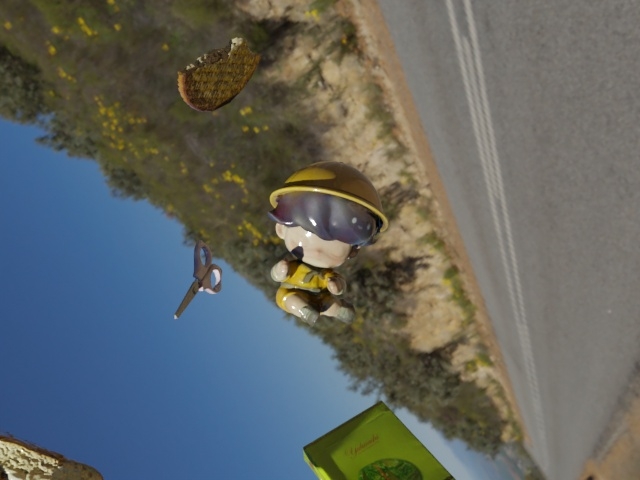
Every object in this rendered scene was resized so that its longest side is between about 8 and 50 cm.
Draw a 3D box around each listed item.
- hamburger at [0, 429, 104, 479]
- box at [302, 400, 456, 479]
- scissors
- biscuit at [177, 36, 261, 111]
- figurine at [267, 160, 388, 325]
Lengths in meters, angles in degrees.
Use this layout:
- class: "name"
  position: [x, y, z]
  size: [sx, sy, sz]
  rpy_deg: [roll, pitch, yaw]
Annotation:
- class: "hamburger"
  position: [-0.521, 0.423, 1.355]
  size: [0.245, 0.155, 0.282]
  rpy_deg: [19, 164, 18]
- class: "box"
  position: [0.133, 0.440, 1.382]
  size: [0.335, 0.187, 0.047]
  rpy_deg: [43, 151, 42]
- class: "scissors"
  position: [-0.205, 0.076, 1.298]
  size: [0.189, 0.015, 0.100]
  rpy_deg: [-65, -39, -58]
- class: "biscuit"
  position: [-0.215, -0.349, 1.632]
  size: [0.031, 0.176, 0.228]
  rpy_deg: [31, -168, 23]
- class: "figurine"
  position: [-0.002, -0.002, 1.264]
  size: [0.192, 0.257, 0.167]
  rpy_deg: [14, -166, -24]
